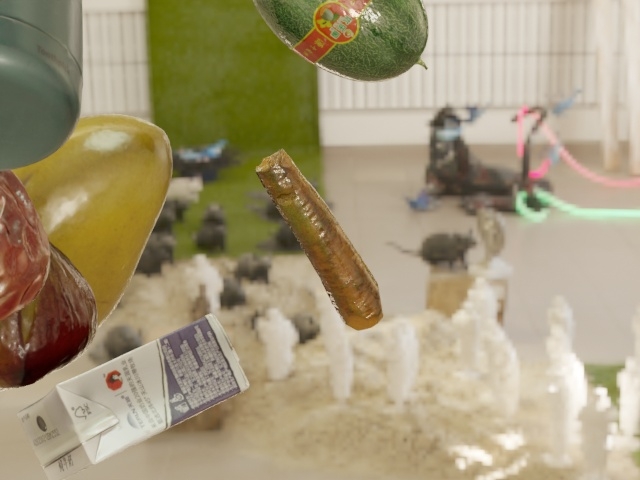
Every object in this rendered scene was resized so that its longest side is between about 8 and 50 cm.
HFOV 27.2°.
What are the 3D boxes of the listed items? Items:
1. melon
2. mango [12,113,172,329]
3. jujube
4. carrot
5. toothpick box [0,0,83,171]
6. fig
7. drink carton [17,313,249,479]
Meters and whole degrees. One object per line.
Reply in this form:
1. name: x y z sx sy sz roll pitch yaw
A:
1. melon: 0.035 -0.320 1.817 0.288 0.182 0.182 31 10 -12
2. mango: -0.377 0.004 1.860 0.301 0.445 0.220 42 9 -45
3. jujube: -0.332 -0.025 1.127 0.155 0.230 0.155 -35 -1 -1
4. carrot: 0.000 0.000 1.048 0.042 0.170 0.042 -27 25 14
5. toothpick box: -0.198 -0.144 0.773 0.120 0.184 0.120 -2 -29 -1
6. fig: -0.372 0.043 1.495 0.191 0.290 0.190 -16 29 9
7. drink carton: -0.213 0.179 1.495 0.222 0.101 0.134 -23 -4 -37
